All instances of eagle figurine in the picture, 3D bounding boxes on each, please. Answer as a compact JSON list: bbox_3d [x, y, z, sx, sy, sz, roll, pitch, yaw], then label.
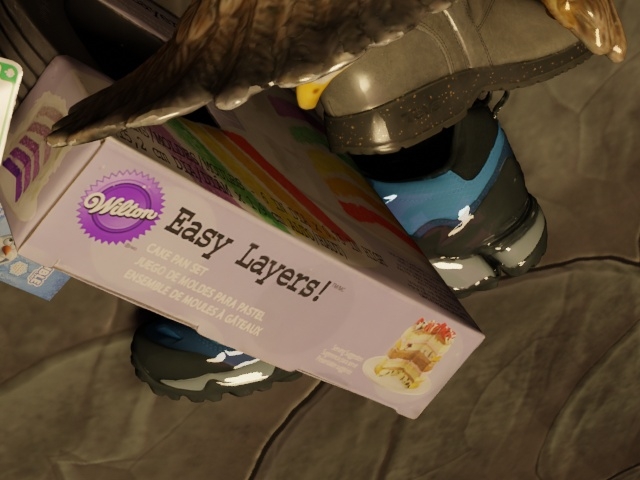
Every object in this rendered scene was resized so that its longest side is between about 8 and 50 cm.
[{"bbox_3d":[0.018,-0.143,0.439,0.298,0.226,0.225,0,100,-44],"label":"eagle figurine"}]

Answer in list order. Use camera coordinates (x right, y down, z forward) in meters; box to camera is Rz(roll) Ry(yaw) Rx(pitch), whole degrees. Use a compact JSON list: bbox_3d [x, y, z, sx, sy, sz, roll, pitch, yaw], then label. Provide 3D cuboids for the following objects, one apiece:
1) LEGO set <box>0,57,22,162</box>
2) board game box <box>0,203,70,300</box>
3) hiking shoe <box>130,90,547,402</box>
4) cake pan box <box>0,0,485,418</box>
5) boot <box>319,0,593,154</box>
[{"bbox_3d":[-0.229,0.025,0.427,0.183,0.060,0.244,12,101,-14],"label":"LEGO set"},{"bbox_3d":[-0.181,-0.012,0.696,0.090,0.020,0.090,-46,135,15],"label":"board game box"},{"bbox_3d":[0.000,0.000,0.760,0.304,0.113,0.132,-25,113,-7],"label":"hiking shoe"},{"bbox_3d":[-0.065,-0.044,0.570,0.267,0.245,0.070,28,108,-40],"label":"cake pan box"},{"bbox_3d":[0.079,-0.163,0.646,0.246,0.083,0.161,-30,113,-33],"label":"boot"}]
